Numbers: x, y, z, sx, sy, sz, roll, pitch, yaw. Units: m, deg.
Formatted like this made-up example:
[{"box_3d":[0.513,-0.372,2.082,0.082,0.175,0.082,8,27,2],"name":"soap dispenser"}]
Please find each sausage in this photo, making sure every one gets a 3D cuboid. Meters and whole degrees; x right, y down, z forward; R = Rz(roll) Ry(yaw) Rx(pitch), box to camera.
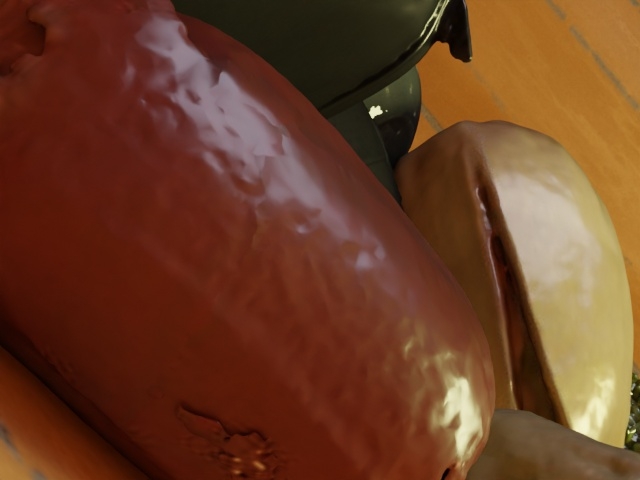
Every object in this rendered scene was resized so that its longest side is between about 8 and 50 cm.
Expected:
[{"box_3d":[-0.043,0.013,0.612,0.279,0.152,0.152,48,8,-21],"name":"sausage"}]

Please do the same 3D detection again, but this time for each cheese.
[{"box_3d":[0.166,0.198,0.928,0.159,0.093,0.263,15,-30,41],"name":"cheese"}]

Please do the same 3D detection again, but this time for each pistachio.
[{"box_3d":[0.146,0.058,1.219,0.214,0.194,0.318,68,9,-66],"name":"pistachio"}]

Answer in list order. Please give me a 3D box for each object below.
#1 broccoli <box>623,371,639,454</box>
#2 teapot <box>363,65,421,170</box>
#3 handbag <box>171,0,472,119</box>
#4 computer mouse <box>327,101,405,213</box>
[{"box_3d":[0.261,0.208,1.355,0.273,0.180,0.242,45,9,-42],"name":"broccoli"},{"box_3d":[-0.048,-0.133,1.281,0.251,0.183,0.183,40,3,22],"name":"teapot"},{"box_3d":[-0.085,-0.136,0.830,0.275,0.177,0.302,20,-6,21],"name":"handbag"},{"box_3d":[-0.005,0.001,1.095,0.168,0.087,0.295,-20,89,-63],"name":"computer mouse"}]
